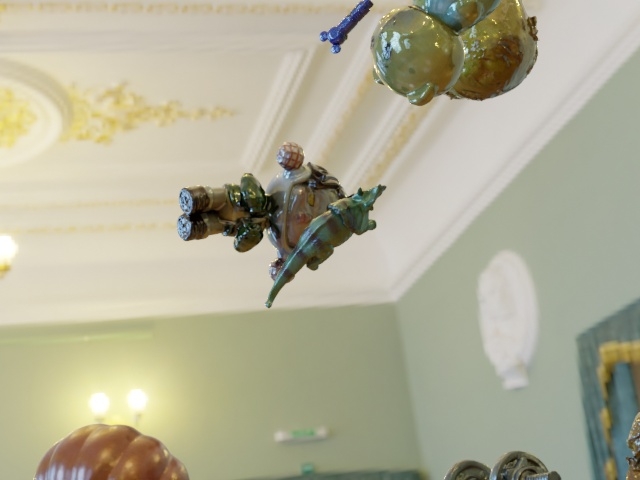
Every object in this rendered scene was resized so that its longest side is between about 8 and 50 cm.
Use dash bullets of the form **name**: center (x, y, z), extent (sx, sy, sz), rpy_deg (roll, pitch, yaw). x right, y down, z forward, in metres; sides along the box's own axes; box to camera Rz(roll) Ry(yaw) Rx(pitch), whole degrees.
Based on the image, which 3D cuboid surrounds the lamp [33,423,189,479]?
- **lamp**: center (-0.266, 0.340, 1.521), extent (0.223, 0.223, 0.196), rpy_deg (-22, 20, 33)

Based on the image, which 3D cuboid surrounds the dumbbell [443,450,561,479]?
- **dumbbell**: center (0.208, 0.295, 1.398), extent (0.081, 0.082, 0.254), rpy_deg (0, -15, -23)

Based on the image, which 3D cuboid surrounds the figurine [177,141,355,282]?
- **figurine**: center (-0.096, -0.056, 2.286), extent (0.370, 0.281, 0.167), rpy_deg (-3, 15, -28)

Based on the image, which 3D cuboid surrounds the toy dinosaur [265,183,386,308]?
- **toy dinosaur**: center (0.007, -0.001, 2.084), extent (0.292, 0.079, 0.120), rpy_deg (-46, -15, 20)

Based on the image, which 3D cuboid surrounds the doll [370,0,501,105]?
- **doll**: center (0.185, -0.357, 1.941), extent (0.161, 0.177, 0.261), rpy_deg (23, -80, -37)

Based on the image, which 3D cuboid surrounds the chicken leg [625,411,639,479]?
- **chicken leg**: center (0.387, 0.322, 1.405), extent (0.107, 0.252, 0.087), rpy_deg (29, -34, -20)

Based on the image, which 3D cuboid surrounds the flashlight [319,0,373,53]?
- **flashlight**: center (0.054, -0.411, 2.232), extent (0.121, 0.057, 0.035), rpy_deg (-45, -22, 11)

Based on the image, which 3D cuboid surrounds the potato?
- **potato**: center (0.322, -0.381, 2.519), extent (0.246, 0.196, 0.299), rpy_deg (2, -22, -28)
